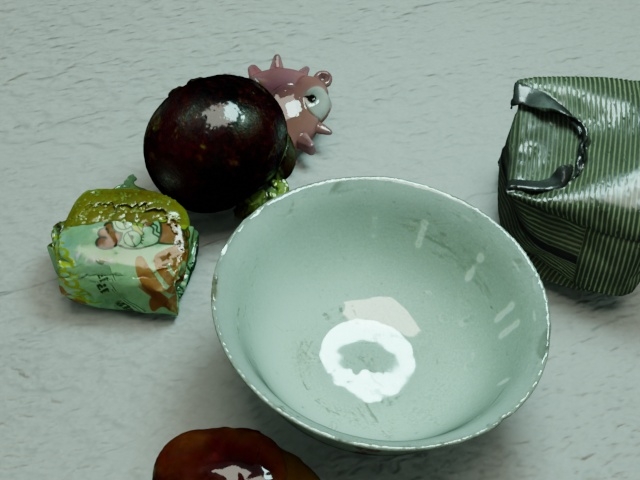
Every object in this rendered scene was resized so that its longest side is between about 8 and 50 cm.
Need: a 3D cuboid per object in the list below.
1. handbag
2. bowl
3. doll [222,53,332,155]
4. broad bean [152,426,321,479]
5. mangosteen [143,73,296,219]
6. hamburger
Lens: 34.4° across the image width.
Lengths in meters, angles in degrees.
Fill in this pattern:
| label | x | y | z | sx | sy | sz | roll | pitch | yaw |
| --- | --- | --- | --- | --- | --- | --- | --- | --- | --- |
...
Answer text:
| label | x | y | z | sx | sy | sz | roll | pitch | yaw |
| --- | --- | --- | --- | --- | --- | --- | --- | --- | --- |
| handbag | 0.394 | -0.094 | 1.586 | 0.240 | 0.247 | 0.341 | 8 | 54 | 3 |
| bowl | 0.072 | 0.134 | 1.375 | 0.434 | 0.196 | 0.435 | 3 | 49 | -3 |
| doll | -0.087 | -0.210 | 1.741 | 0.262 | 0.093 | 0.211 | -28 | 67 | -12 |
| broad bean | -0.095 | 0.310 | 1.251 | 0.228 | 0.122 | 0.156 | 24 | 45 | 20 |
| mangosteen | -0.130 | -0.117 | 1.576 | 0.289 | 0.231 | 0.231 | 48 | 55 | -3 |
| hamburger | -0.283 | -0.008 | 1.516 | 0.214 | 0.125 | 0.235 | 16 | 61 | -5 |
